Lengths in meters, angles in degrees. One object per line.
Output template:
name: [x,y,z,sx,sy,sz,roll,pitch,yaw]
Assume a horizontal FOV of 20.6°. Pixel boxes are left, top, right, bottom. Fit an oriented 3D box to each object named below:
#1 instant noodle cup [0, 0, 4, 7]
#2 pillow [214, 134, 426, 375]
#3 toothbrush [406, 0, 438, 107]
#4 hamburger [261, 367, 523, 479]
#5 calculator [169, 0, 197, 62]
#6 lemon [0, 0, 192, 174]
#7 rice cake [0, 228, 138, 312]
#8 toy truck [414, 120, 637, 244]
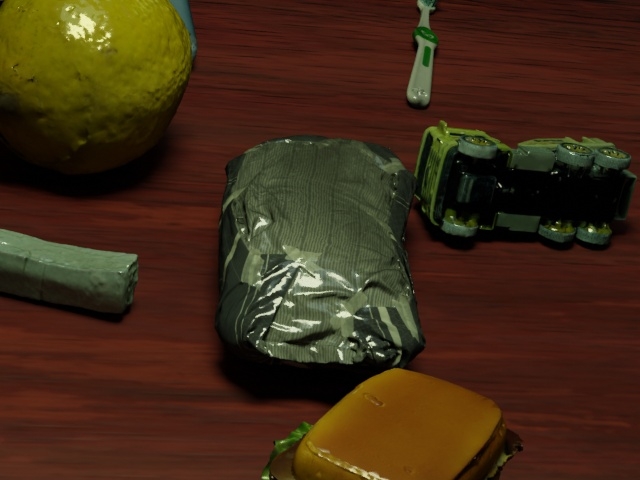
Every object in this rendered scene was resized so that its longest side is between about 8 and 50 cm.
instant noodle cup: [-0.305,-0.268,1.690,0.151,0.122,0.151,-7,30,4]
pillow: [0.000,0.000,1.364,0.161,0.092,0.335,12,28,-7]
toothbrush: [0.109,-0.207,1.848,0.030,0.030,0.304,10,31,1]
hamburger: [0.043,0.148,1.114,0.137,0.087,0.166,23,30,25]
calculator: [-0.187,-0.224,1.765,0.121,0.039,0.210,5,28,-13]
lemon: [-0.197,-0.144,1.483,0.180,0.180,0.193,11,6,1]
rice cake: [-0.257,0.009,1.313,0.245,0.045,0.042,12,31,3]
toy truck: [0.172,-0.057,1.531,0.191,0.085,0.116,3,20,-19]
